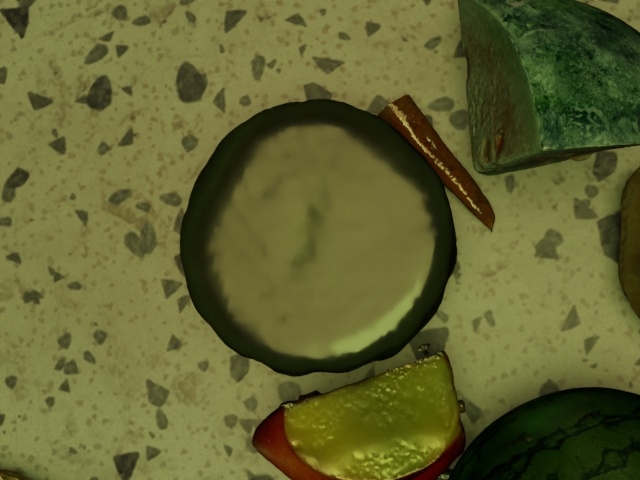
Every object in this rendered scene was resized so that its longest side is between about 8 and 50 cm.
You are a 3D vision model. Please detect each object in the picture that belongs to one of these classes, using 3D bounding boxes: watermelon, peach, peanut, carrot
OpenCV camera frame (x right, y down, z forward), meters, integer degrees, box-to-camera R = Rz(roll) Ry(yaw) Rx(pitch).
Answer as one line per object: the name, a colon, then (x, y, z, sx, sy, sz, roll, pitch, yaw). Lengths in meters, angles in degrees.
watermelon: (0.279, -0.179, 1.161, 0.228, 0.387, 0.258, 7, 129, -16)
peach: (0.056, 0.261, 1.137, 0.267, 0.158, 0.154, -18, 60, -6)
peanut: (0.450, 0.012, 1.169, 0.120, 0.110, 0.236, -2, 87, -7)
watermelon: (0.308, 0.342, 1.048, 0.363, 0.363, 0.363, 0, 85, 6)
carrot: (0.171, -0.104, 1.240, 0.057, 0.057, 0.224, -41, 86, 2)

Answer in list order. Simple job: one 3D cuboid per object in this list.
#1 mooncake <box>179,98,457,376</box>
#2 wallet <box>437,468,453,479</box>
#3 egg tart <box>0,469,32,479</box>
mooncake: (0.000, 0.000, 1.178, 0.357, 0.194, 0.356, -1, 81, 7)
wallet: (0.084, 0.373, 1.215, 0.222, 0.036, 0.167, 13, 87, 7)
egg tart: (-0.491, 0.522, 1.194, 0.443, 0.178, 0.443, 0, 85, 4)
